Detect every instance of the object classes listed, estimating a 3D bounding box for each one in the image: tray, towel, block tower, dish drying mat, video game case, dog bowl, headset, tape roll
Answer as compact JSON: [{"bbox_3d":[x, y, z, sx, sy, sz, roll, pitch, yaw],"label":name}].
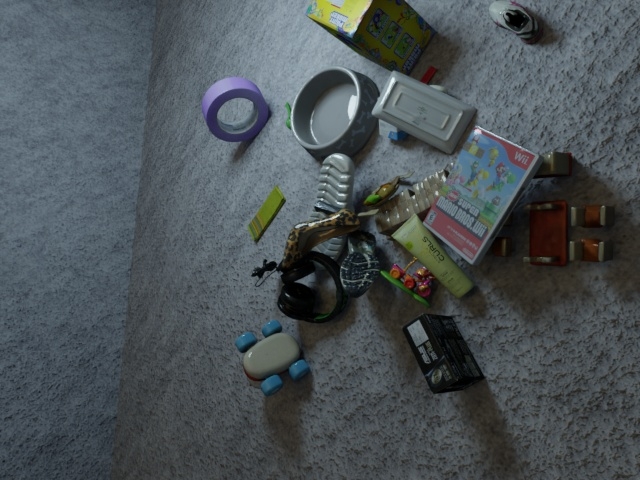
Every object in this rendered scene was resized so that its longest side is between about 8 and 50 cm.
[{"bbox_3d":[0.294,-0.375,1.279,0.270,0.030,0.145,30,105,12],"label":"tray"},{"bbox_3d":[-0.232,-0.114,1.856,0.237,0.021,0.102,-52,49,23],"label":"towel"},{"bbox_3d":[0.299,-0.111,1.262,0.335,0.097,0.091,-31,58,38],"label":"block tower"},{"bbox_3d":[0.332,-0.507,1.389,0.083,0.008,0.032,-55,47,22],"label":"dish drying mat"},{"bbox_3d":[0.378,-0.111,1.068,0.204,0.025,0.285,51,124,48],"label":"video game case"},{"bbox_3d":[0.037,-0.458,1.575,0.349,0.102,0.348,-9,75,35],"label":"dog bowl"},{"bbox_3d":[-0.072,0.142,1.543,0.394,0.185,0.243,8,108,30],"label":"headset"},{"bbox_3d":[-0.372,-0.567,1.928,0.275,0.275,0.090,-46,50,28],"label":"tape roll"}]

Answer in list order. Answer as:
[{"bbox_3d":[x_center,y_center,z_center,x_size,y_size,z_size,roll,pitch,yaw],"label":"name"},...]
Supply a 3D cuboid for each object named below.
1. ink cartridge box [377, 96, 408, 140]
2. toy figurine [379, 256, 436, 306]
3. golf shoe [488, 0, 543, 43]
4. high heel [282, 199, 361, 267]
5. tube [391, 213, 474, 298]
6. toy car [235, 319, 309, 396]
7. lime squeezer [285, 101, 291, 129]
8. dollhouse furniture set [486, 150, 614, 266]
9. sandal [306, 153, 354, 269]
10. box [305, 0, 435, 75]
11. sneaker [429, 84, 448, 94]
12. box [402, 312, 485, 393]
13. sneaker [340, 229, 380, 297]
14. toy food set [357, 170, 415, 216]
[{"bbox_3d":[0.228,-0.389,1.385,0.088,0.052,0.122,36,145,47],"label":"ink cartridge box"},{"bbox_3d":[0.281,0.073,1.236,0.173,0.130,0.159,38,99,21],"label":"toy figurine"},{"bbox_3d":[0.510,-0.600,1.174,0.067,0.086,0.186,-51,48,26],"label":"golf shoe"},{"bbox_3d":[0.000,0.000,1.376,0.186,0.093,0.261,25,76,37],"label":"high heel"},{"bbox_3d":[0.299,0.047,1.166,0.070,0.062,0.240,-39,82,-13],"label":"tube"},{"bbox_3d":[-0.186,0.453,1.588,0.219,0.210,0.238,51,145,25],"label":"toy car"},{"bbox_3d":[-0.072,-0.485,1.777,0.110,0.059,0.310,-45,42,-15],"label":"lime squeezer"},{"bbox_3d":[0.528,-0.070,1.022,0.262,0.135,0.259,2,93,46],"label":"dollhouse furniture set"},{"bbox_3d":[0.051,-0.087,1.508,0.169,0.102,0.416,29,115,31],"label":"sandal"},{"bbox_3d":[0.158,-0.702,1.419,0.177,0.279,0.290,-58,46,18],"label":"box"},{"bbox_3d":[0.315,-0.421,1.346,0.152,0.058,0.084,16,89,48],"label":"sneaker"},{"bbox_3d":[0.309,0.283,1.114,0.077,0.147,0.180,-43,53,30],"label":"box"},{"bbox_3d":[0.122,0.090,1.322,0.283,0.110,0.122,-71,-15,-55],"label":"sneaker"},{"bbox_3d":[0.187,-0.150,1.333,0.192,0.038,0.132,-47,16,-18],"label":"toy food set"}]
